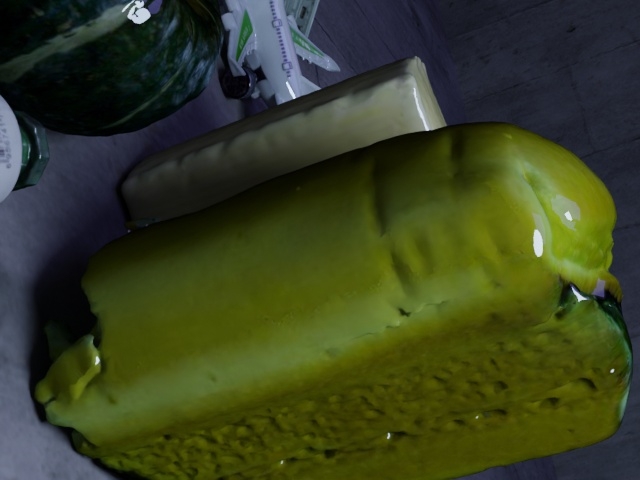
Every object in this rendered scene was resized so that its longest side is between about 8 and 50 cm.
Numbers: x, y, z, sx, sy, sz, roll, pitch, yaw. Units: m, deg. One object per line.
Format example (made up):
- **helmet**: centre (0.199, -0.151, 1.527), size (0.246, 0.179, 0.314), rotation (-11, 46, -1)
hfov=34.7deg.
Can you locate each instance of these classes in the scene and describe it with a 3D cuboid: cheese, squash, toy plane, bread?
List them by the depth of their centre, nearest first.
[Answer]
- **bread**: centre (0.025, 0.053, 0.711), size (0.251, 0.376, 0.208), rotation (54, 28, -41)
- **squash**: centre (-0.172, -0.196, 0.730), size (0.252, 0.165, 0.252), rotation (55, 23, -36)
- **cheese**: centre (0.000, 0.000, 0.884), size (0.124, 0.265, 0.243), rotation (-49, 119, -72)
- **toy plane**: centre (-0.070, -0.232, 1.171), size (0.255, 0.101, 0.251), rotation (65, 26, 0)

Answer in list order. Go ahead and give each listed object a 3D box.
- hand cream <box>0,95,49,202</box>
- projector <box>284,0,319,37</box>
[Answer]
- **hand cream**: centre (-0.264, -0.053, 0.508), size (0.336, 0.076, 0.121), rotation (-4, 71, -65)
- **projector**: centre (-0.037, -0.392, 1.308), size (0.257, 0.099, 0.192), rotation (-86, -166, -48)
